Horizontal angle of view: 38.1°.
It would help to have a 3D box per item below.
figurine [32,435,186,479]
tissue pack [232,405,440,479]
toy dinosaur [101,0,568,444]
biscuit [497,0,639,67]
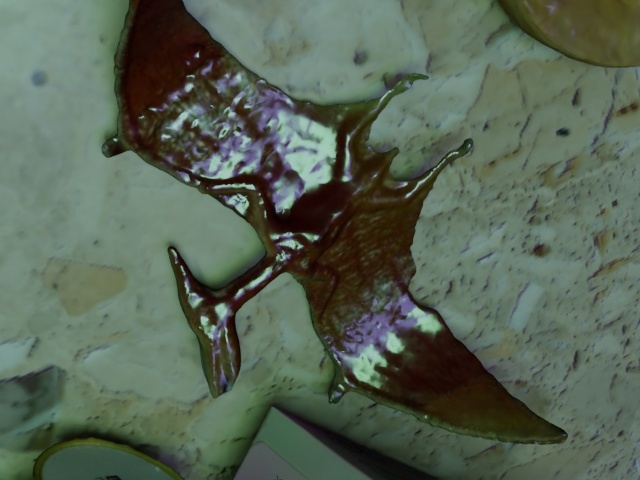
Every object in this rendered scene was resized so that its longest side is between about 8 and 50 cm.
[{"bbox_3d":[-0.160,0.253,0.541,0.190,0.142,0.263,10,109,-48],"label":"figurine"},{"bbox_3d":[0.070,0.205,0.579,0.246,0.149,0.092,31,86,-34],"label":"tissue pack"},{"bbox_3d":[0.003,-0.010,0.510,0.207,0.113,0.327,-18,114,-13],"label":"toy dinosaur"},{"bbox_3d":[0.147,-0.259,0.495,0.275,0.052,0.355,-39,120,-2],"label":"biscuit"}]
